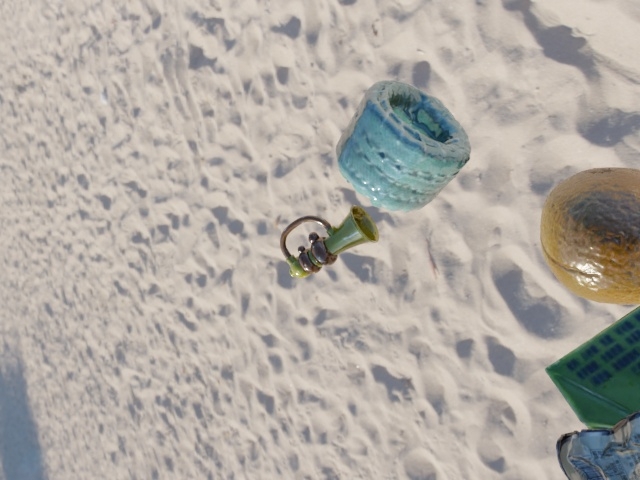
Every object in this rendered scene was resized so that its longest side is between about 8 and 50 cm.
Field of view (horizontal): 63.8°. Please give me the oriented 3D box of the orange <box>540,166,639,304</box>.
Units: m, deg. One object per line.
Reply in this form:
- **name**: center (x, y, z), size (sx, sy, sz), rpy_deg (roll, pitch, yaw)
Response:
- **orange**: center (0.691, -0.017, 1.235), size (0.322, 0.357, 0.322), rpy_deg (2, 115, 4)

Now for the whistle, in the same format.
- **whistle**: center (0.001, 0.003, 0.545), size (0.109, 0.057, 0.046), rpy_deg (-30, 41, 23)

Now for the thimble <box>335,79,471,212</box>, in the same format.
- **thimble**: center (0.138, -0.159, 0.863), size (0.198, 0.235, 0.143), rpy_deg (35, 129, 1)

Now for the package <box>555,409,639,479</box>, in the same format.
- **package**: center (0.416, 0.298, 0.653), size (0.040, 0.232, 0.166), rpy_deg (107, 144, -81)

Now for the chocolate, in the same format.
- **chocolate**: center (0.584, 0.254, 0.829), size (0.301, 0.137, 0.288), rpy_deg (-39, 57, 12)
